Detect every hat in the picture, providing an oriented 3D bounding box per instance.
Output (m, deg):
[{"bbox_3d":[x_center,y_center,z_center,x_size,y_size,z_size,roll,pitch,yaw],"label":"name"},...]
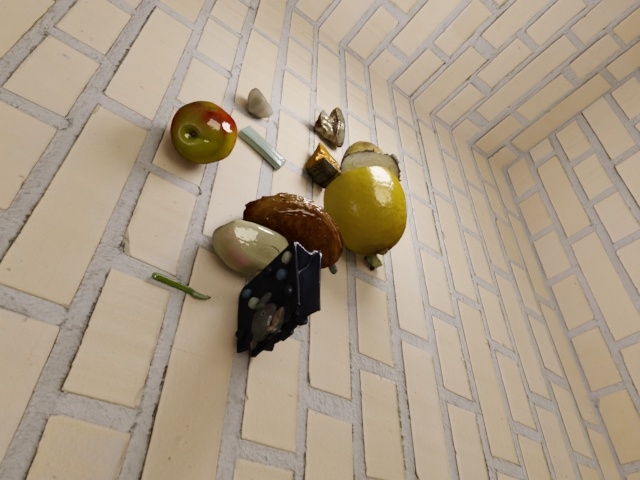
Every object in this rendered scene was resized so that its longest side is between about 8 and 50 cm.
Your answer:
[{"bbox_3d":[0.222,0.084,2.043,0.077,0.059,0.076,62,2,1],"label":"hat"}]

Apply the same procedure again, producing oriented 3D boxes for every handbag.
[{"bbox_3d":[-0.131,0.179,1.358,0.118,0.326,0.269,24,42,-27],"label":"handbag"}]

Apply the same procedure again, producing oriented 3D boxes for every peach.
[{"bbox_3d":[-0.402,-0.373,1.677,0.231,0.231,0.230,28,41,-27],"label":"peach"}]

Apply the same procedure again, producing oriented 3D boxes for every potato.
[{"bbox_3d":[0.210,-0.315,2.267,0.301,0.288,0.237,10,10,-12],"label":"potato"}]

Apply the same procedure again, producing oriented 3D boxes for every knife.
[{"bbox_3d":[-0.395,0.134,1.382,0.184,0.022,0.026,29,14,-25],"label":"knife"}]

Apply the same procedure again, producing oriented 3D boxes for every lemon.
[{"bbox_3d":[0.191,-0.101,1.949,0.364,0.364,0.364,28,41,-27],"label":"lemon"}]

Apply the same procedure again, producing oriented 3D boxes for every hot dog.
[{"bbox_3d":[-0.082,-0.046,1.695,0.388,0.267,0.174,32,76,-28],"label":"hot dog"}]

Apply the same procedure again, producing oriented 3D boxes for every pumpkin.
[{"bbox_3d":[0.007,-0.327,2.154,0.131,0.126,0.248,36,20,-17],"label":"pumpkin"}]

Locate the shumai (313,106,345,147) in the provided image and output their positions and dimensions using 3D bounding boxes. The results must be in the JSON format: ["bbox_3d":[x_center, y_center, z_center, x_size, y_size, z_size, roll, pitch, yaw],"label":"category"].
[{"bbox_3d":[0.044,-0.565,2.401,0.153,0.161,0.209,0,79,-21],"label":"shumai"}]

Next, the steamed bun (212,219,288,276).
[{"bbox_3d":[-0.224,0.037,1.539,0.239,0.170,0.152,20,63,-36],"label":"steamed bun"}]

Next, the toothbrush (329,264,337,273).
[{"bbox_3d":[0.000,0.000,1.914,0.030,0.030,0.297,-16,69,-24],"label":"toothbrush"}]

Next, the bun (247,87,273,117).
[{"bbox_3d":[-0.276,-0.590,2.119,0.138,0.094,0.138,53,1,-1],"label":"bun"}]

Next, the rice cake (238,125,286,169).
[{"bbox_3d":[-0.238,-0.388,2.009,0.222,0.042,0.080,42,38,-8],"label":"rice cake"}]
